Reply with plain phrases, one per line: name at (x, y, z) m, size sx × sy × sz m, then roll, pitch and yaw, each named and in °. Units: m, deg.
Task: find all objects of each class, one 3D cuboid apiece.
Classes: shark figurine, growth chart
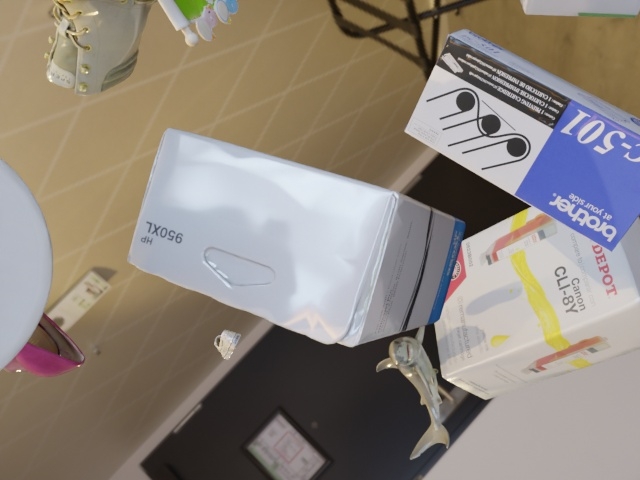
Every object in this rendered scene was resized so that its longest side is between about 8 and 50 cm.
shark figurine at (0.168, 0.270, 1.304) m, size 0.166 × 0.116 × 0.278 m, roll -68°, pitch -39°, yaw -55°
growth chart at (-0.151, -0.354, 0.842) m, size 0.021 × 0.237 × 0.172 m, roll -16°, pitch 125°, yaw 36°

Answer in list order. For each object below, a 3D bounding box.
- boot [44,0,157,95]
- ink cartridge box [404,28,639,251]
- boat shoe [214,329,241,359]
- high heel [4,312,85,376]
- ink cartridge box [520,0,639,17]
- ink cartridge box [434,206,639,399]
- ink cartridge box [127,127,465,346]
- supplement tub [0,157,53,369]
boot at (-0.236, -0.212, 0.640) m, size 0.077 × 0.165 × 0.213 m, roll 46°, pitch -143°, yaw 11°
ink cartridge box at (0.183, -0.088, 0.578) m, size 0.207 × 0.046 × 0.097 m, roll 34°, pitch 125°, yaw 15°
boat shoe at (-0.154, 0.166, 1.103) m, size 0.035 × 0.035 × 0.100 m, roll 27°, pitch 157°, yaw -3°
high heel at (-0.575, 0.098, 1.217) m, size 0.181 × 0.127 × 0.377 m, roll -7°, pitch 130°, yaw 24°
ink cartridge box at (0.348, -0.410, 0.946) m, size 0.092 × 0.160 × 0.219 m, roll 94°, pitch 176°, yaw -49°
ink cartridge box at (0.409, 0.096, 1.270) m, size 0.160 × 0.385 × 0.279 m, roll 32°, pitch -138°, yaw -36°
ink cartridge box at (0.000, 0.000, 0.867) m, size 0.286 × 0.166 × 0.395 m, roll 17°, pitch -176°, yaw 21°
supplement tub at (-0.364, 0.021, 0.557) m, size 0.316 × 0.228 × 0.228 m, roll -4°, pitch 135°, yaw 52°
